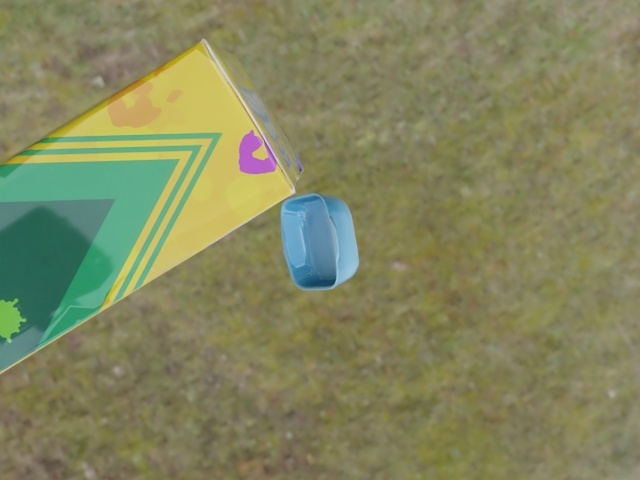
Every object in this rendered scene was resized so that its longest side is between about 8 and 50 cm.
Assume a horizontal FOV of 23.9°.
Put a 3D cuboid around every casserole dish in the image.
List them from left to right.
[{"bbox_3d":[0.000,0.000,1.787,0.037,0.114,0.188,-11,-179,-20],"label":"casserole dish"}]

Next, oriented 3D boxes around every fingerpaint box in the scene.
[{"bbox_3d":[-0.213,-0.033,1.478,0.371,0.163,0.445,-31,-176,4],"label":"fingerpaint box"}]
